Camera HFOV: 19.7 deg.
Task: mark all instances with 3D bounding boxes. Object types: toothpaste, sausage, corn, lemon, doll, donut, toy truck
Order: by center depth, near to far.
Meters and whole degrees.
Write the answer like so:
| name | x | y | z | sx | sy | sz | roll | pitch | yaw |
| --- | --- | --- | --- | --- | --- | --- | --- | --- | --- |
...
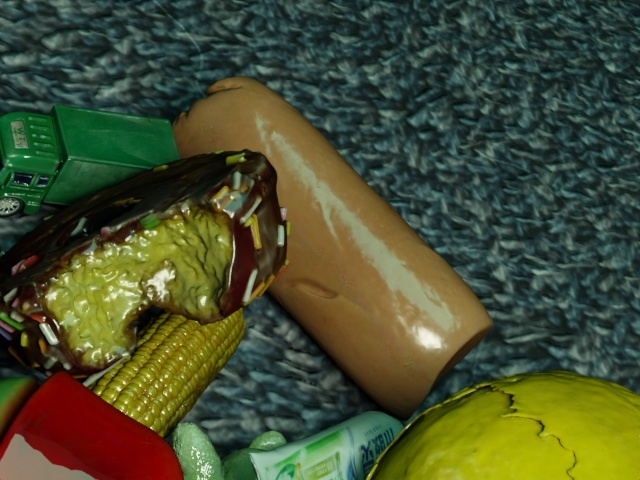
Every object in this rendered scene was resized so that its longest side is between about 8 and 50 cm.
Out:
| name | x | y | z | sx | sy | sz | roll | pitch | yaw |
| --- | --- | --- | --- | --- | --- | --- | --- | --- | --- |
| doll | -0.172 | 0.172 | 1.125 | 0.363 | 0.160 | 0.182 | 32 | 42 | -6 |
| lemon | 0.153 | 0.231 | 1.216 | 0.297 | 0.297 | 0.297 | 20 | 41 | -19 |
| doll | -0.085 | 0.184 | 1.254 | 0.150 | 0.077 | 0.115 | -3 | 71 | -22 |
| toothpaste | 0.008 | 0.159 | 1.277 | 0.297 | 0.048 | 0.075 | -12 | 83 | -73 |
| donut | -0.128 | 0.019 | 1.287 | 0.230 | 0.216 | 0.096 | -30 | 104 | -14 |
| corn | -0.115 | 0.097 | 1.319 | 0.068 | 0.068 | 0.207 | 39 | 40 | 3 |
| toy truck | -0.189 | -0.055 | 1.408 | 0.147 | 0.079 | 0.065 | 6 | 48 | -30 |
| sausage | -0.001 | -0.001 | 1.458 | 0.304 | 0.121 | 0.121 | 46 | 40 | 11 |
